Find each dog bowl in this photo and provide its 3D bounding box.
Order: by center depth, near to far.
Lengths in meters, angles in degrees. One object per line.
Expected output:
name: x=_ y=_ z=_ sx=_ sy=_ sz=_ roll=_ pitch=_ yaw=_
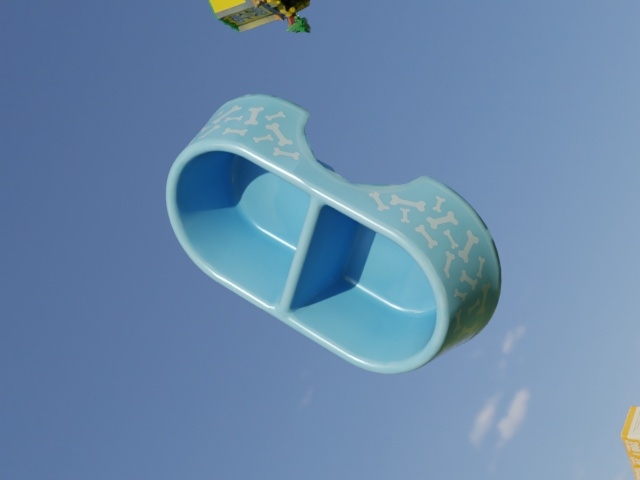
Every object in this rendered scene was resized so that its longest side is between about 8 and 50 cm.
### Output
dog bowl: x=0.000 y=0.000 z=0.894 sx=0.074 sy=0.297 sz=0.166 roll=-40 pitch=-25 yaw=-50

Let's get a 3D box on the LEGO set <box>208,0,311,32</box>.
LEGO set: x=-0.001 y=-0.342 z=0.865 sx=0.255 sy=0.192 sz=0.331 roll=-26 pitch=-76 yaw=-46

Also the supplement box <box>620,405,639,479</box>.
supplement box: x=0.301 y=0.171 z=0.885 sx=0.036 sy=0.098 sz=0.062 roll=-56 pitch=-48 yaw=-39
